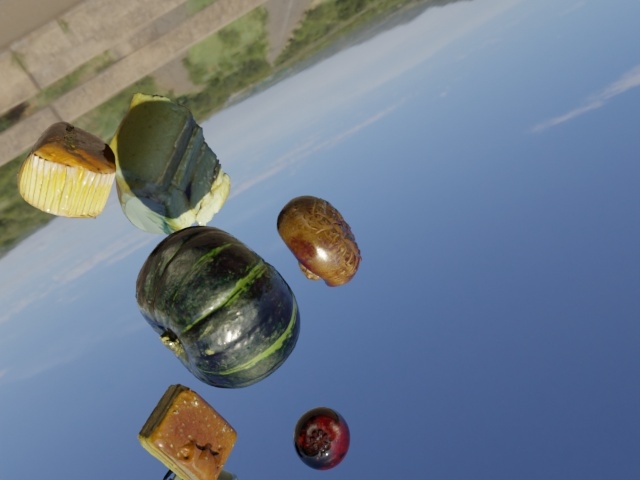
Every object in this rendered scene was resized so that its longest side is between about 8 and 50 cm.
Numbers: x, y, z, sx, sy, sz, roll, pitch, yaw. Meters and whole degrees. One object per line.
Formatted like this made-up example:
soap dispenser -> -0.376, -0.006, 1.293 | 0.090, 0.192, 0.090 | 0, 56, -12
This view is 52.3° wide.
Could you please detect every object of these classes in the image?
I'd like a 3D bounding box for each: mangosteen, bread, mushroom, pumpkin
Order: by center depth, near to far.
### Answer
pumpkin -> -0.189, 0.121, 1.211 | 0.241, 0.323, 0.323 | -42, -163, -18
bread -> -0.587, -0.177, 1.519 | 0.156, 0.204, 0.288 | -67, -156, 17
mushroom -> 0.000, 0.000, 1.582 | 0.153, 0.253, 0.253 | -32, -166, 10
bread -> -0.343, 0.518, 1.718 | 0.111, 0.234, 0.184 | -17, -146, 44
bread -> -0.450, -0.186, 1.829 | 0.239, 0.395, 0.264 | 15, -118, 23
mangosteen -> 0.003, 0.579, 1.924 | 0.200, 0.199, 0.200 | -28, -165, 8

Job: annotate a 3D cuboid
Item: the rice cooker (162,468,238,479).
rice cooker -> -0.392, 0.815, 2.067 | 0.226, 0.244, 0.226 | -160, -90, -90
